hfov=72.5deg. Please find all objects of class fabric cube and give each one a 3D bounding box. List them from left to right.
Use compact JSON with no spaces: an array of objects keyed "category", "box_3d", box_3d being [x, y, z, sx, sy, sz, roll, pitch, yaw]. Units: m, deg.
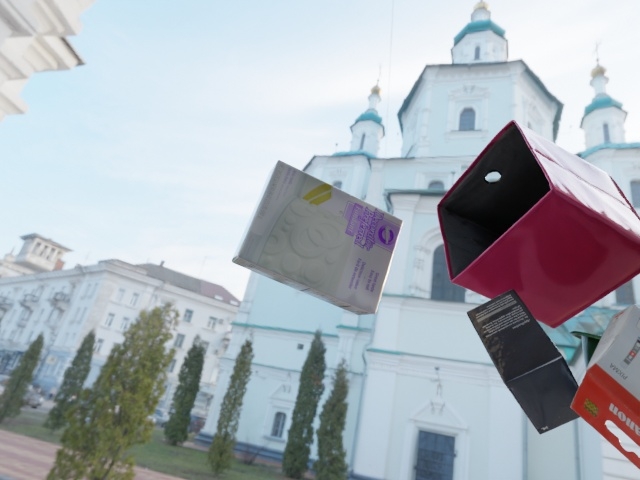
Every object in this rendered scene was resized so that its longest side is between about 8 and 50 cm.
[{"category":"fabric cube","box_3d":[0.421,-0.031,0.861,0.258,0.259,0.254,23,-50,-13]}]

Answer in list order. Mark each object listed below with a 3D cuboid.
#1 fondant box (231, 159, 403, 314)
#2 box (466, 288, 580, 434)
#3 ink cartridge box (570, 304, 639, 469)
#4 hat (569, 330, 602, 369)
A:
[{"category":"fondant box","box_3d":[0.000,0.000,0.991,0.330,0.238,0.096,25,-18,-15]},{"category":"box","box_3d":[0.334,0.194,0.711,0.093,0.158,0.156,-32,-61,14]},{"category":"ink cartridge box","box_3d":[0.398,0.182,0.521,0.145,0.179,0.045,44,-37,13]},{"category":"hat","box_3d":[0.455,0.253,0.672,0.173,0.184,0.208,15,-6,36]}]
